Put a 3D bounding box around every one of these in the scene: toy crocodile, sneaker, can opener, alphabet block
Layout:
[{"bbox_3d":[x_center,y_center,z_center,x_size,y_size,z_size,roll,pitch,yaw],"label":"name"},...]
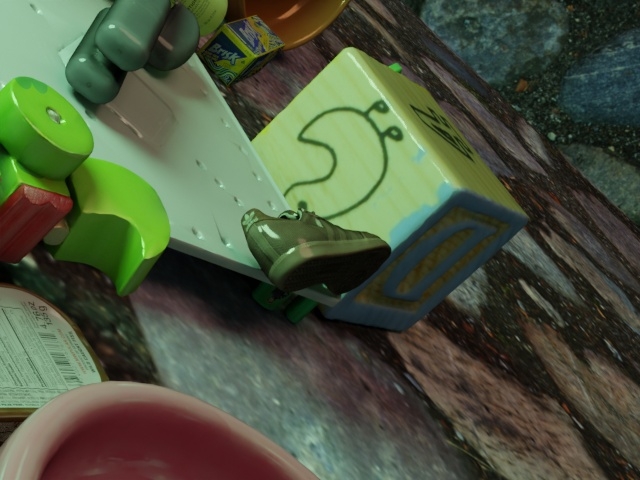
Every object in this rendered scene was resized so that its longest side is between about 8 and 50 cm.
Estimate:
[{"bbox_3d":[-0.230,-0.050,0.686,0.340,0.115,0.105,28,26,-47],"label":"toy crocodile"},{"bbox_3d":[0.000,0.000,1.037,0.071,0.066,0.188,52,17,17],"label":"sneaker"},{"bbox_3d":[-0.147,-0.178,1.068,0.095,0.076,0.283,41,19,-17],"label":"can opener"},{"bbox_3d":[0.059,-0.045,1.240,0.197,0.192,0.193,54,17,25],"label":"alphabet block"}]

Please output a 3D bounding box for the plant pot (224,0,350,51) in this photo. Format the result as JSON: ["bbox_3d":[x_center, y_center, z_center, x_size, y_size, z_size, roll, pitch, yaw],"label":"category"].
[{"bbox_3d":[-0.078,-0.436,1.693,0.203,0.291,0.291,35,11,26],"label":"plant pot"}]

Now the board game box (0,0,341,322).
[{"bbox_3d":[-0.186,-0.115,1.048,0.390,0.050,0.390,24,28,-52],"label":"board game box"}]

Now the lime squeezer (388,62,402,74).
[{"bbox_3d":[0.068,-0.081,1.507,0.059,0.110,0.310,40,-22,38],"label":"lime squeezer"}]

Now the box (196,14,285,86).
[{"bbox_3d":[-0.097,-0.240,1.532,0.059,0.054,0.169,45,18,-3],"label":"box"}]

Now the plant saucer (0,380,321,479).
[{"bbox_3d":[-0.042,0.220,0.584,0.332,0.084,0.332,42,18,-17],"label":"plant saucer"}]

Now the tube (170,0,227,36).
[{"bbox_3d":[-0.182,-0.273,1.196,0.240,0.062,0.070,30,64,-55],"label":"tube"}]

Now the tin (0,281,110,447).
[{"bbox_3d":[-0.189,0.065,0.664,0.106,0.040,0.189,50,17,25],"label":"tin"}]
